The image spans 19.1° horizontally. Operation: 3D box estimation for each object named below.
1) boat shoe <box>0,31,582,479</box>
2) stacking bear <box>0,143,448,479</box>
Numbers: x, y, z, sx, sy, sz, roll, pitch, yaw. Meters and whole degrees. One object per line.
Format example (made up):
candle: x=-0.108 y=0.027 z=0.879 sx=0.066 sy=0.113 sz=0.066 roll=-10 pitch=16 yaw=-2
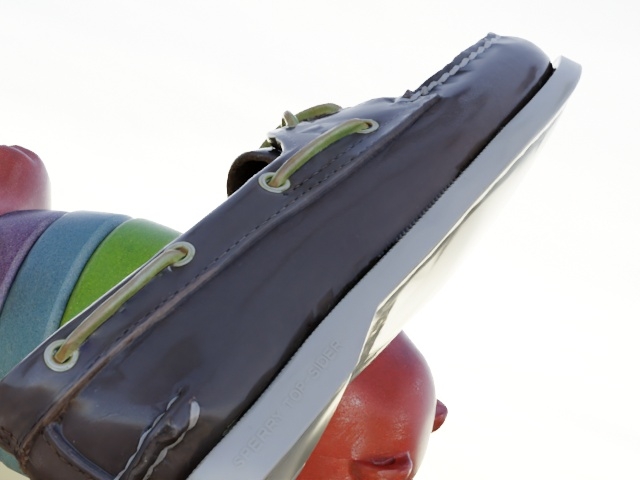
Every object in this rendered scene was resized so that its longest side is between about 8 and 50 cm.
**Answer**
boat shoe: x=0.000 y=0.000 z=0.745 sx=0.096 sy=0.324 sz=0.116 roll=35 pitch=-41 yaw=8
stacking bear: x=-0.078 y=0.064 z=1.010 sx=0.289 sy=0.164 sz=0.175 roll=14 pitch=13 yaw=15
